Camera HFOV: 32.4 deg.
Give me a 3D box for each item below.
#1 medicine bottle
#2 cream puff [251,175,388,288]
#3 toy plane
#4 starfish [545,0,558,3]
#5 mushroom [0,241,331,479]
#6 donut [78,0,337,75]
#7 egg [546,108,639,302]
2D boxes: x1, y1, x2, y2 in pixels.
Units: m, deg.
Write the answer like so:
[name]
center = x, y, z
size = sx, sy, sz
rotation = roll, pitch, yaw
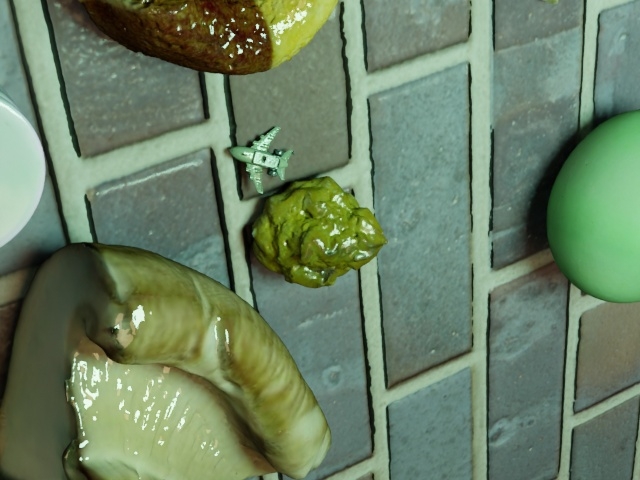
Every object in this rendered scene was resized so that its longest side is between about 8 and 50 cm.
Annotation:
[medicine bottle]
center = -0.344, -0.101, 0.937
size = 0.152, 0.254, 0.152
rotation = -16, 125, -25
[cream puff]
center = 0.000, 0.000, 1.320
size = 0.146, 0.116, 0.146
rotation = -19, 127, -27
[toy plane]
center = -0.068, -0.094, 1.271
size = 0.083, 0.033, 0.080
rotation = 11, 99, -37
[starfish]
center = 0.242, -0.450, 1.226
size = 0.432, 0.082, 0.324
rotation = 29, 101, -42
[mushroom]
center = -0.153, 0.160, 1.282
size = 0.397, 0.224, 0.313
rotation = 3, 98, -45
[donut]
center = -0.090, -0.229, 1.112
size = 0.295, 0.112, 0.151
rotation = -24, 133, -26
[egg]
center = 0.426, -0.046, 1.500
size = 0.220, 0.220, 0.269
rotation = 19, 100, -39
